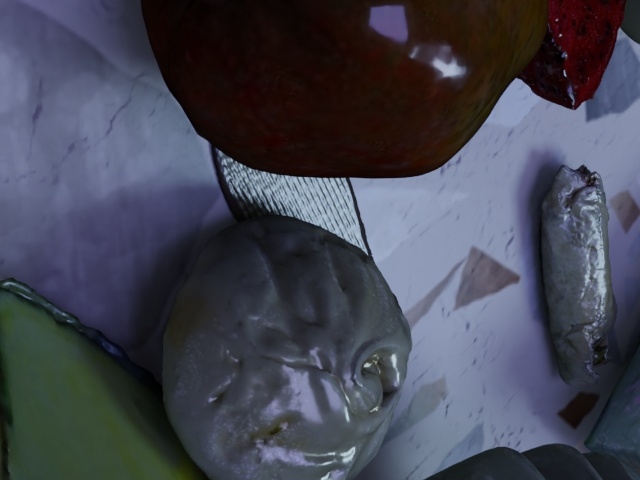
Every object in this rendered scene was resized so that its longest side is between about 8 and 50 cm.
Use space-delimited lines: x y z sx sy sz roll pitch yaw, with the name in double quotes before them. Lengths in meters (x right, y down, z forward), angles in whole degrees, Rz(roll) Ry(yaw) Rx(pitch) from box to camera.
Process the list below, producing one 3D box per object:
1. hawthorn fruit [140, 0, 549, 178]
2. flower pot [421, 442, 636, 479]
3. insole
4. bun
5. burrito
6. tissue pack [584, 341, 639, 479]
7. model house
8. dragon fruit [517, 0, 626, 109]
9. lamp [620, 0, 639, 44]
"hawthorn fruit" 0.025 -0.123 0.715 0.248 0.208 0.208 24 91 -56
"flower pot" 0.066 0.258 0.844 0.367 0.164 0.254 -21 154 -32
"insole" 0.000 0.000 0.848 0.086 0.005 0.253 -41 126 -17
"bun" -0.007 0.071 0.769 0.183 0.102 0.183 12 74 -48
"burrito" 0.197 0.025 0.978 0.058 0.045 0.188 -30 120 -33
"tissue pack" 0.396 0.162 1.049 0.311 0.128 0.228 38 74 -16
"model house" -0.186 0.165 0.711 0.211 0.170 0.194 -36 137 14
"dragon fruit" 0.144 -0.177 0.849 0.106 0.083 0.162 -43 119 -32
"lamp" 0.240 -0.219 0.906 0.091 0.091 0.163 -20 101 -30
